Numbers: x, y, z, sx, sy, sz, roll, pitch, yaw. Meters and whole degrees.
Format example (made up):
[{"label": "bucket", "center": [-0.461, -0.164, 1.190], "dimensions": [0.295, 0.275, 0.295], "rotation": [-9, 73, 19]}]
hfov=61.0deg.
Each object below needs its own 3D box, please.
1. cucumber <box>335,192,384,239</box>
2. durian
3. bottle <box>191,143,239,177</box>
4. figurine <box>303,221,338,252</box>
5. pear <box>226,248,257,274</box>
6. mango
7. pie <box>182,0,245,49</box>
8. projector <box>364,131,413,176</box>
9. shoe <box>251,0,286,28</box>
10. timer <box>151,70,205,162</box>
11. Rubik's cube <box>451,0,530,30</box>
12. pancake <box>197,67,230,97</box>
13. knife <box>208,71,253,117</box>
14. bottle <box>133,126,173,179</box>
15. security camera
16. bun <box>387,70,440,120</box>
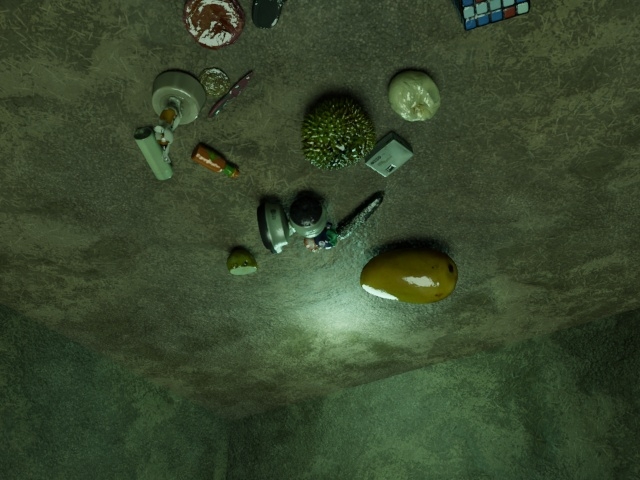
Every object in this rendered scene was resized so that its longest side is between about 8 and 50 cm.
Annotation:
[{"label": "cucumber", "center": [0.168, -0.103, 2.270], "dimensions": [0.067, 0.068, 0.293], "rotation": [24, 133, -28]}, {"label": "durian", "center": [0.050, -0.360, 1.852], "dimensions": [0.291, 0.225, 0.291], "rotation": [-31, 162, -11]}, {"label": "bottle", "center": [-0.387, -0.289, 2.029], "dimensions": [0.187, 0.069, 0.069], "rotation": [28, 132, -32]}, {"label": "figurine", "center": [0.000, 0.000, 2.321], "dimensions": [0.102, 0.112, 0.195], "rotation": [26, 153, -31]}, {"label": "pear", "center": [-0.356, 0.092, 2.458], "dimensions": [0.140, 0.104, 0.141], "rotation": [-6, 164, -2]}, {"label": "mango", "center": [0.397, 0.161, 2.471], "dimensions": [0.445, 0.232, 0.300], "rotation": [-2, 146, 15]}, {"label": "pie", "center": [-0.316, -0.652, 1.609], "dimensions": [0.182, 0.050, 0.182], "rotation": [-4, 138, -4]}, {"label": "projector", "center": [0.252, -0.320, 2.014], "dimensions": [0.115, 0.061, 0.147], "rotation": [29, 131, -30]}, {"label": "shoe", "center": [-0.129, -0.687, 1.519], "dimensions": [0.108, 0.093, 0.241], "rotation": [-15, 151, -24]}, {"label": "timer", "center": [-0.476, -0.393, 1.737], "dimensions": [0.175, 0.266, 0.175], "rotation": [2, 142, 2]}, {"label": "Rubik's cube", "center": [0.449, -0.709, 1.461], "dimensions": [0.184, 0.187, 0.182], "rotation": [-13, 139, 11]}, {"label": "pancake", "center": [-0.352, -0.520, 1.795], "dimensions": [0.114, 0.011, 0.115], "rotation": [-1, 140, -1]}, {"label": "knife", "center": [-0.301, -0.485, 1.829], "dimensions": [0.247, 0.018, 0.035], "rotation": [-33, 145, 34]}, {"label": "bottle", "center": [-0.607, -0.315, 1.985], "dimensions": [0.072, 0.072, 0.202], "rotation": [-8, 140, 7]}, {"label": "security camera", "center": [-0.105, -0.078, 2.201], "dimensions": [0.277, 0.197, 0.191], "rotation": [-11, 152, 1]}, {"label": "bun", "center": [0.310, -0.469, 1.800], "dimensions": [0.164, 0.111, 0.188], "rotation": [-22, 133, 18]}]
